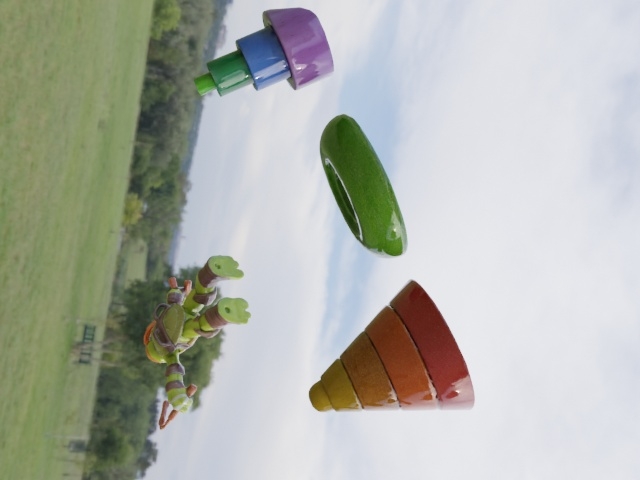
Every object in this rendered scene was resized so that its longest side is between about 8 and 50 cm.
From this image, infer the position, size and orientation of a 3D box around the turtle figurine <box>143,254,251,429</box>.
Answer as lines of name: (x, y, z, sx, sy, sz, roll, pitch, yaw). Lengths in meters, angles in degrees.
turtle figurine: (-0.195, 0.112, 0.918, 0.217, 0.087, 0.269, -42, -145, 31)

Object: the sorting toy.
sorting toy: (0.000, 0.000, 0.525, 0.127, 0.126, 0.365, -141, -153, -79)
